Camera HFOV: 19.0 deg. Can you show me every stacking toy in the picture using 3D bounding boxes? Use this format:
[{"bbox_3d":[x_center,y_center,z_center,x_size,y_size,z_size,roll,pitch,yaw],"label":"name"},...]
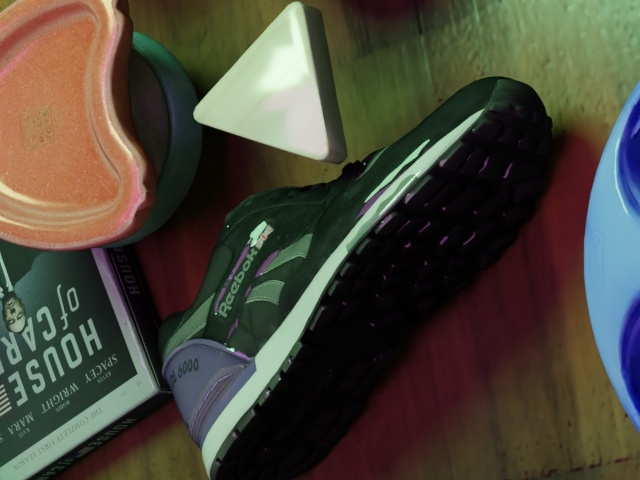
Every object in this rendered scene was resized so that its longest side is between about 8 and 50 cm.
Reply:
[{"bbox_3d":[-0.082,-0.147,1.095,0.279,0.130,0.309,-4,85,28],"label":"stacking toy"}]

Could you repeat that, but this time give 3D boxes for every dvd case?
[{"bbox_3d":[-0.193,0.028,1.220,0.179,0.029,0.239,-34,67,32],"label":"dvd case"}]

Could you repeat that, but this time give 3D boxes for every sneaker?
[{"bbox_3d":[0.000,0.000,1.031,0.283,0.107,0.124,-50,55,24],"label":"sneaker"}]

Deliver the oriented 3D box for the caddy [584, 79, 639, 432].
[{"bbox_3d":[0.274,0.003,0.772,0.341,0.179,0.241,-3,86,37],"label":"caddy"}]
